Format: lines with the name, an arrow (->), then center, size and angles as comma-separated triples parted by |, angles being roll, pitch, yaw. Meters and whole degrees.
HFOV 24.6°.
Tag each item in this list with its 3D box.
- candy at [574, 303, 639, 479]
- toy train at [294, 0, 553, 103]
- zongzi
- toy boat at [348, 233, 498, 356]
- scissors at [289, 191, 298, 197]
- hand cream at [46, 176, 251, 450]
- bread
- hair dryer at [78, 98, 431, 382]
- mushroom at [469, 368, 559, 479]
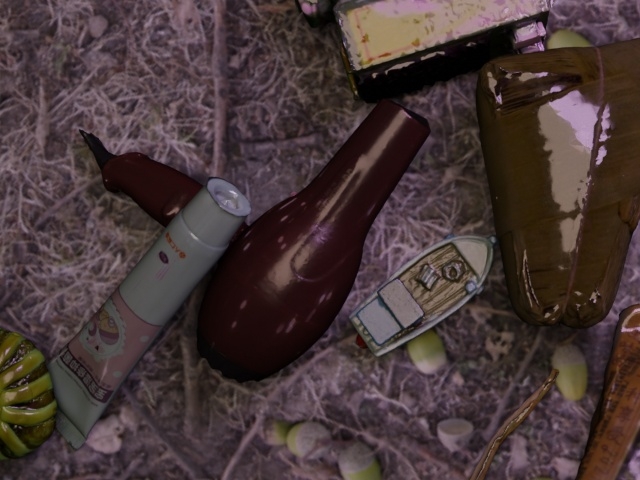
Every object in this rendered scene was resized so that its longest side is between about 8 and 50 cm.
candy -> 0.303, 0.200, 1.394 | 0.143, 0.101, 0.271 | 24, 78, 14
toy train -> 0.105, -0.249, 1.463 | 0.261, 0.134, 0.177 | -17, 80, 3
zongzi -> 0.312, -0.063, 1.417 | 0.300, 0.145, 0.273 | -9, 84, -3
toy boat -> 0.104, 0.049, 1.453 | 0.173, 0.059, 0.069 | -35, 80, -1
scissors -> 0.000, 0.000, 1.494 | 0.039, 0.012, 0.113 | -16, 80, 3
hand cream -> -0.177, 0.070, 1.423 | 0.085, 0.058, 0.331 | 46, 119, 10
bread -> -0.329, 0.153, 1.461 | 0.130, 0.071, 0.139 | -23, 87, 17
hair dryer -> -0.093, -0.060, 1.461 | 0.340, 0.123, 0.312 | 35, 98, 21
mushroom -> 0.146, 0.240, 1.440 | 0.286, 0.028, 0.026 | -48, 38, -4
